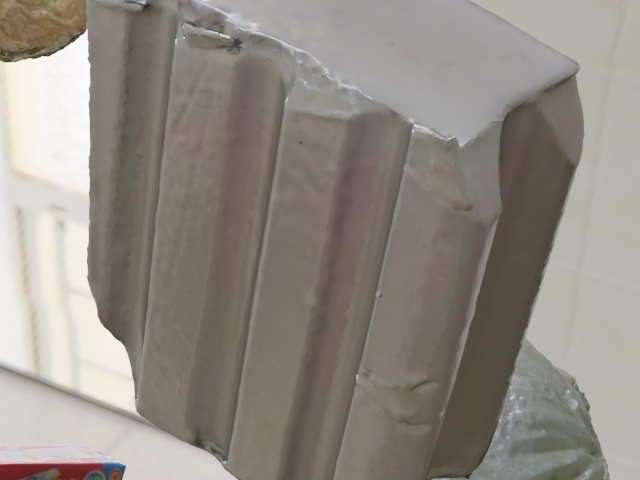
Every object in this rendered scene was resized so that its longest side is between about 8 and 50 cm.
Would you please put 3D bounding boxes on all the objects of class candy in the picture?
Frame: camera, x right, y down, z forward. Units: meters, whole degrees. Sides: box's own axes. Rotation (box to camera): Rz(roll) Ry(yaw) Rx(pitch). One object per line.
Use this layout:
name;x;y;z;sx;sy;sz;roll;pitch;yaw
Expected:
candy;-0.390;0.337;1.963;0.306;0.100;0.157;10;-86;-53

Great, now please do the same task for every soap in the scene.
soap;0.000;0.000;1.296;0.213;0.350;0.435;-38;-34;-45

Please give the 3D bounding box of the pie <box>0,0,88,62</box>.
pie;-0.326;-0.273;1.602;0.218;0.052;0.185;42;-123;-25

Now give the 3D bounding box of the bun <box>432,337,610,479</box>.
bun;0.200;0.246;1.710;0.362;0.211;0.362;-15;-90;-80
